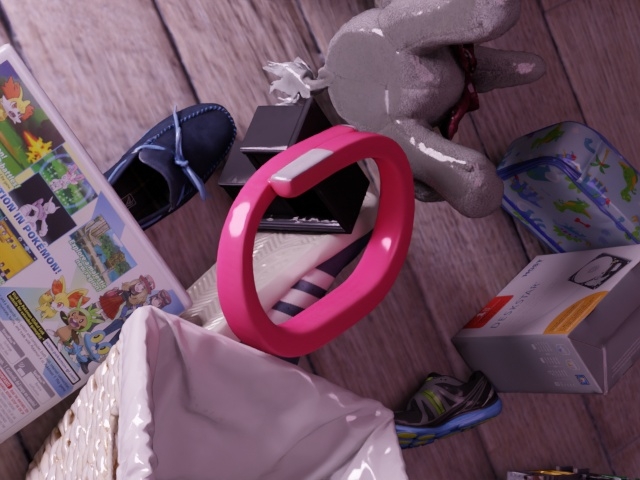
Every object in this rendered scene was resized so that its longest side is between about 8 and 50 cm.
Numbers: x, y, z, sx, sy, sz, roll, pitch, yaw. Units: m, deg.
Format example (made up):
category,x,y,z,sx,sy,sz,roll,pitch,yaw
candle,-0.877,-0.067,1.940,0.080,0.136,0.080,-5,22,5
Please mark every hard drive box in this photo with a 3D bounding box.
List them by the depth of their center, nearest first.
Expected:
category,x,y,z,sx,sy,sz,roll,pitch,yaw
hard drive box,0.300,0.097,1.828,0.181,0.232,0.089,-42,105,-26

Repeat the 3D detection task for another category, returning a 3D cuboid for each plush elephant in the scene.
category,x,y,z,sx,sy,sz,roll,pitch,yaw
plush elephant,0.136,-0.193,1.760,0.255,0.330,0.272,-21,113,-49

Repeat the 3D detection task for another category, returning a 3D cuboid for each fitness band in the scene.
category,x,y,z,sx,sy,sz,roll,pitch,yaw
fitness band,0.000,0.000,1.564,0.291,0.054,0.209,-31,126,-46

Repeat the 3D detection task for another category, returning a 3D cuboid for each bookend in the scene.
category,x,y,z,sx,sy,sz,roll,pitch,yaw
bookend,-0.052,-0.081,1.651,0.157,0.156,0.072,54,48,-47

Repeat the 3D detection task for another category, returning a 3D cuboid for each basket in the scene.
category,x,y,z,sx,sy,sz,roll,pitch,yaw
basket,-0.106,0.299,1.491,0.331,0.266,0.328,27,31,-26

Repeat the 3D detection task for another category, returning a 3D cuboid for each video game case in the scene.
category,x,y,z,sx,sy,sz,roll,pitch,yaw
video game case,-0.342,0.020,1.531,0.300,0.036,0.329,-36,103,-6

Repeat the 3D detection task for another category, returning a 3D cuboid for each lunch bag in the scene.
category,x,y,z,sx,sy,sz,roll,pitch,yaw
lunch bag,0.327,-0.043,1.889,0.219,0.176,0.090,42,66,-17

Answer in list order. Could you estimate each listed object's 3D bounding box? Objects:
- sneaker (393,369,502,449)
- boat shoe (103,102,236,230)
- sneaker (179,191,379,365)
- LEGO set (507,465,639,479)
category,x,y,z,sx,sy,sz,roll,pitch,yaw
sneaker,0.131,0.202,1.829,0.188,0.067,0.078,-13,71,-28
boat shoe,-0.178,-0.057,1.653,0.109,0.089,0.258,49,65,-17
sneaker,-0.047,0.076,1.710,0.350,0.131,0.148,-40,126,-32
LEGO set,0.329,0.404,1.803,0.192,0.255,0.331,11,92,-56
